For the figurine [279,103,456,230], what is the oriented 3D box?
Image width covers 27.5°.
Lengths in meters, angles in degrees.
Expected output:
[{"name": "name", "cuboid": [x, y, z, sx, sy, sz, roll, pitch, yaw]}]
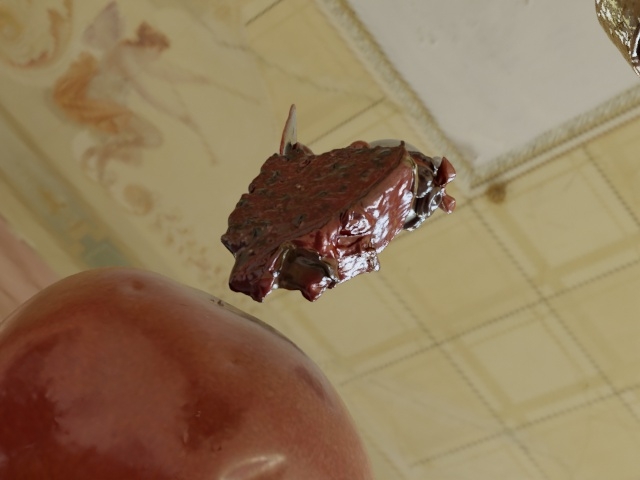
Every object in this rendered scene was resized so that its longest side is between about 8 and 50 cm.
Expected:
[{"name": "figurine", "cuboid": [0.065, -0.066, 1.704, 0.226, 0.160, 0.184, 3, -62, 4]}]

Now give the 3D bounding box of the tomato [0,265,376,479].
[{"name": "tomato", "cuboid": [-0.106, 0.170, 0.942, 0.341, 0.273, 0.341, 27, -13, 7]}]

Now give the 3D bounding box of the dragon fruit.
[{"name": "dragon fruit", "cuboid": [0.001, 0.002, 0.771, 0.097, 0.131, 0.063, 2, -51, 24]}]

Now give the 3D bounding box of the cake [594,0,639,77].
[{"name": "cake", "cuboid": [0.404, -0.242, 1.337, 0.178, 0.207, 0.185, 46, -10, 33]}]
